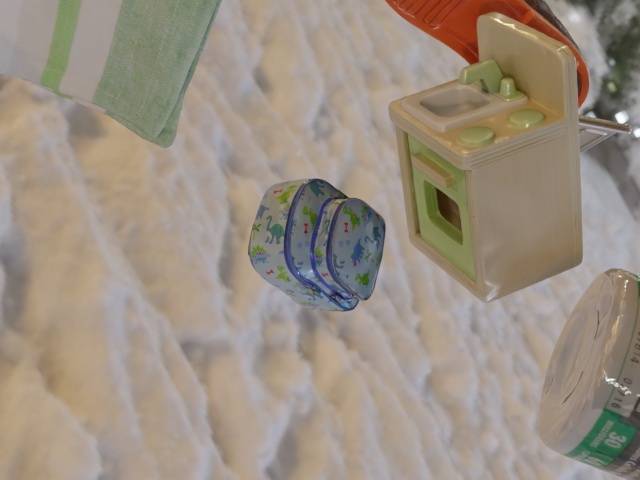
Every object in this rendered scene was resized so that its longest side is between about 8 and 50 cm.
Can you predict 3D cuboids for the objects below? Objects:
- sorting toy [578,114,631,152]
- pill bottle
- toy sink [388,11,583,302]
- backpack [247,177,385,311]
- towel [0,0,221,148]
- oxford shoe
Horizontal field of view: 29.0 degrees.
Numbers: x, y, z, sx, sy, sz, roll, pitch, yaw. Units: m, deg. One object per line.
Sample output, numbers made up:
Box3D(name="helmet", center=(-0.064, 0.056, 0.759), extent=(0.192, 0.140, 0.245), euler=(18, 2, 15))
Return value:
Box3D(name="sorting toy", center=(0.263, -0.136, 1.727), extent=(0.307, 0.229, 0.041), euler=(3, 68, -47))
Box3D(name="pill bottle", center=(0.427, 0.182, 1.278), extent=(0.361, 0.204, 0.204), euler=(21, 28, -1))
Box3D(name="toy sink", center=(0.159, -0.084, 1.220), extent=(0.153, 0.131, 0.234), euler=(43, -32, 52))
Box3D(name="backpack", center=(0.000, 0.000, 1.083), extent=(0.114, 0.084, 0.105), euler=(33, 64, -44))
Box3D(name="towel", center=(-0.214, -0.162, 0.660), extent=(0.325, 0.248, 0.038), euler=(20, 64, -7))
Box3D(name="oxford shoe", center=(0.160, -0.286, 1.385), extent=(0.363, 0.130, 0.132), euler=(49, 24, -11))
